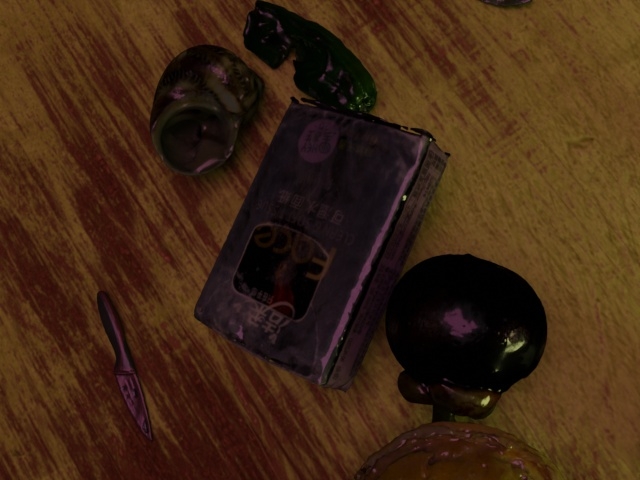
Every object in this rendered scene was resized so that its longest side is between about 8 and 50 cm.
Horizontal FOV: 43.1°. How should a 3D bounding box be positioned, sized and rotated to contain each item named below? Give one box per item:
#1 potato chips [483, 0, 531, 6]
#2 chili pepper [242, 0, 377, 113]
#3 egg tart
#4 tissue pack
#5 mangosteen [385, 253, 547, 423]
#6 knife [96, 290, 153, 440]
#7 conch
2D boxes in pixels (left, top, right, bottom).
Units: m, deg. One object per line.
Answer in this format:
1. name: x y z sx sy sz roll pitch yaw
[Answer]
1. potato chips: 0.254 -0.438 1.239 0.142 0.026 0.209 -23 76 5
2. chili pepper: -0.017 -0.281 1.242 0.253 0.083 0.099 40 99 20
3. egg tart: 0.171 0.401 0.993 0.345 0.132 0.345 3 104 11
4. tissue pack: 0.000 0.000 1.131 0.259 0.122 0.361 24 87 37
5. mangosteen: 0.179 0.142 1.057 0.211 0.211 0.250 17 98 15
6. knife: -0.304 0.192 1.246 0.035 0.018 0.247 -22 76 5
7. conch: -0.171 -0.203 1.242 0.181 0.124 0.187 -14 100 1
